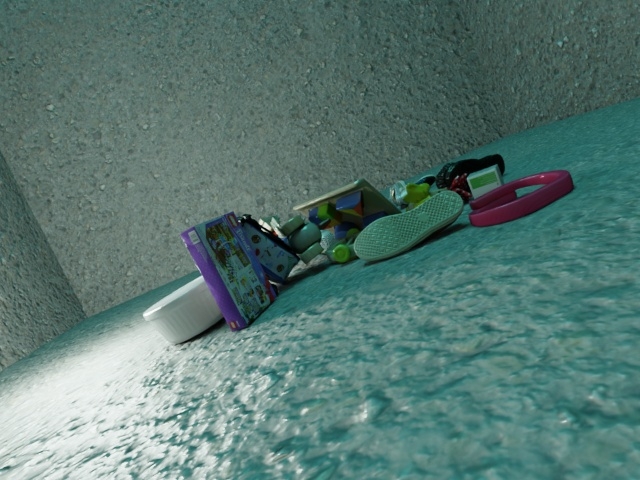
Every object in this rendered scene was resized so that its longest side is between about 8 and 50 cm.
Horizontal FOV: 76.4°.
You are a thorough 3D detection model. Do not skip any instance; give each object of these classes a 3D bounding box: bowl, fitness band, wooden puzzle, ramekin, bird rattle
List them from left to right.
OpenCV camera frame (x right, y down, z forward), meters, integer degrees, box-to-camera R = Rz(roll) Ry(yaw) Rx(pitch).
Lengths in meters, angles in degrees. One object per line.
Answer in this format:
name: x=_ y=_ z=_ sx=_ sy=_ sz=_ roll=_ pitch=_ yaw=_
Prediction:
ramekin: x=-0.387 y=0.202 z=1.250 sx=0.273 sy=0.127 sz=0.273 roll=-29 pitch=9 yaw=5
bowl: x=0.000 y=0.000 z=1.774 sx=0.170 sy=0.080 sz=0.170 roll=-24 pitch=7 yaw=3
wooden puzzle: x=0.120 y=-0.088 z=1.562 sx=0.322 sy=0.080 sz=0.348 roll=-18 pitch=-32 yaw=36
bird rattle: x=0.418 y=-0.160 z=1.500 sx=0.254 sy=0.143 sz=0.207 roll=-22 pitch=-10 yaw=-16
fitness band: x=0.532 y=-0.114 z=1.096 sx=0.291 sy=0.054 sz=0.209 roll=-26 pitch=11 yaw=-17

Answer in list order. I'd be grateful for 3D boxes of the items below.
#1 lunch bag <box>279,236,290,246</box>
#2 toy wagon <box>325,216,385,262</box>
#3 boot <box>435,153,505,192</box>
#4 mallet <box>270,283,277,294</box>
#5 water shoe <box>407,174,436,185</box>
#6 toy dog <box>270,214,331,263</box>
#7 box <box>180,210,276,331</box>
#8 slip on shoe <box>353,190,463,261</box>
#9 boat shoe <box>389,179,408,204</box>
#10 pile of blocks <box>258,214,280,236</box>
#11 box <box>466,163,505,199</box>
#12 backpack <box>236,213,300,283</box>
lunch bag: x=-0.231 y=0.080 z=1.794 sx=0.221 sy=0.138 sz=0.293 roll=-13 pitch=25 yaw=45
toy wagon: x=0.186 y=-0.016 z=1.371 sx=0.344 sy=0.068 sz=0.267 roll=-20 pitch=8 yaw=18
boot: x=0.572 y=-0.268 z=1.718 sx=0.348 sy=0.131 sz=0.260 roll=-15 pitch=9 yaw=-32
mallet: x=-0.219 y=0.190 z=1.281 sx=0.190 sy=0.039 sz=0.062 roll=-26 pitch=8 yaw=5
water shoe: x=0.572 y=-0.304 z=2.314 sx=0.203 sy=0.073 sz=0.080 roll=-26 pitch=29 yaw=6
toy dog: x=-0.044 y=-0.015 z=1.479 sx=0.161 sy=0.220 sz=0.334 roll=-34 pitch=17 yaw=-9
box: x=-0.244 y=0.077 z=1.130 sx=0.057 sy=0.293 sz=0.201 roll=-23 pitch=6 yaw=23
slip on shoe: x=0.254 y=-0.029 z=1.172 sx=0.331 sy=0.123 sz=0.101 roll=-28 pitch=-25 yaw=3
boat shoe: x=0.403 y=-0.234 z=2.087 sx=0.103 sy=0.118 sz=0.320 roll=-19 pitch=14 yaw=1
pile of blocks: x=-0.261 y=0.067 z=1.669 sx=0.362 sy=0.113 sz=0.149 roll=-51 pitch=-19 yaw=6
box: x=0.579 y=-0.203 z=1.421 sx=0.101 sy=0.087 sz=0.102 roll=-19 pitch=9 yaw=31
backpack: x=-0.212 y=0.049 z=1.372 sx=0.213 sy=0.263 sz=0.276 roll=-62 pitch=11 yaw=-4
